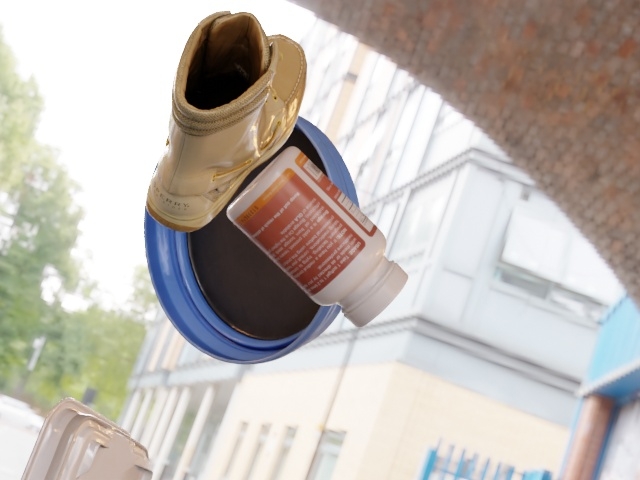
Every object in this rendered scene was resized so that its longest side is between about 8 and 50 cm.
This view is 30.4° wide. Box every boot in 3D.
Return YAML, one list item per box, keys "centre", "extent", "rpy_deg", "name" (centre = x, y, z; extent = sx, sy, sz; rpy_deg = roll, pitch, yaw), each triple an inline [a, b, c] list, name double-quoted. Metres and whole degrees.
- centre: [-0.074, -0.154, 1.132]
  extent: [0.095, 0.262, 0.203]
  rpy_deg: [31, -34, 7]
  name: "boot"

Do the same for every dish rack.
- centre: [-0.331, 0.399, 1.584]
  extent: [0.072, 0.333, 0.285]
  rpy_deg: [12, -19, 20]
  name: "dish rack"

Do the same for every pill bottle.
- centre: [0.000, 0.000, 1.426]
  extent: [0.216, 0.121, 0.121]
  rpy_deg: [45, -16, -6]
  name: "pill bottle"

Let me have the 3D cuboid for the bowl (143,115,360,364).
- centre: [-0.103, -0.014, 1.734]
  extent: [0.391, 0.391, 0.077]
  rpy_deg: [10, 8, 38]
  name: "bowl"
